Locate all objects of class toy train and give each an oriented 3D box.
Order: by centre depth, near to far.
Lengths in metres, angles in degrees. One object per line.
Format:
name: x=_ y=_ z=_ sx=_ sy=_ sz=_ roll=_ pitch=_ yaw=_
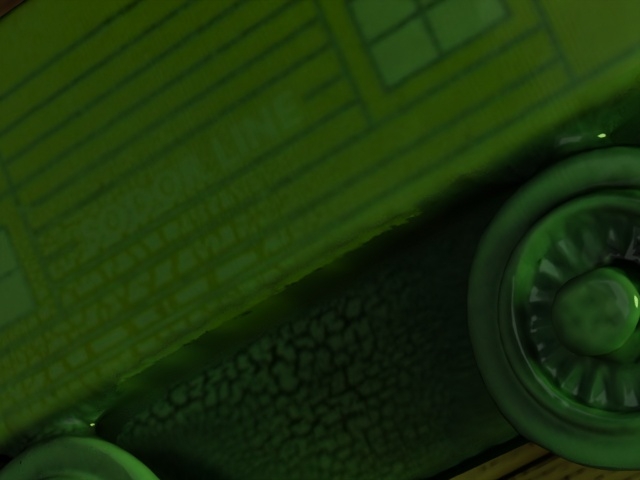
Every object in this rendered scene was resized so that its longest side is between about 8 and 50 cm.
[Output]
toy train: x=0.000 y=0.000 z=0.636 sx=0.442 sy=0.179 sz=0.272 roll=-30 pitch=77 yaw=28
